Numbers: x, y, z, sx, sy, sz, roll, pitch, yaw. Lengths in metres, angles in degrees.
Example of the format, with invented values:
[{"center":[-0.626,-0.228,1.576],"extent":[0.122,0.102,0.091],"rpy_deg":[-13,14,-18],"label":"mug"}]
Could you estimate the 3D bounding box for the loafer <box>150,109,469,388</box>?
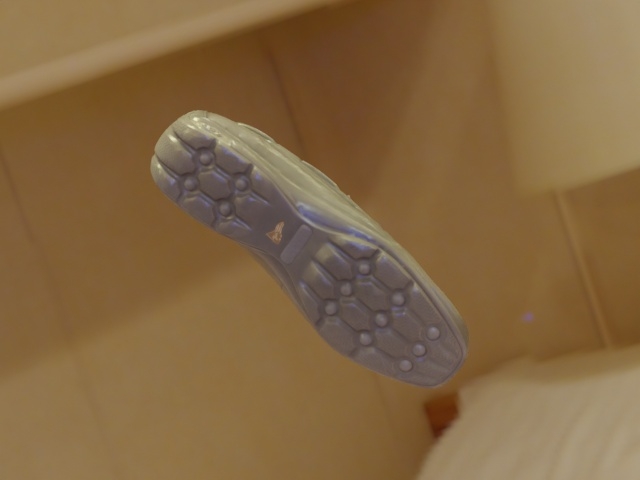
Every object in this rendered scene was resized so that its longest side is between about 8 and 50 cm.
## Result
[{"center":[0.000,0.000,1.545],"extent":[0.112,0.319,0.111],"rpy_deg":[-49,-2,21],"label":"loafer"}]
